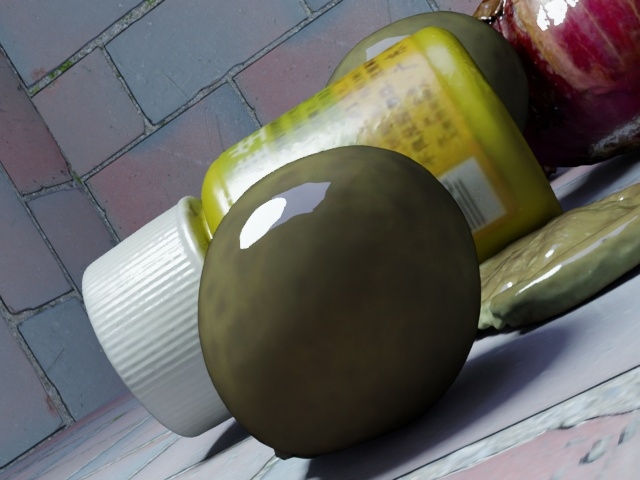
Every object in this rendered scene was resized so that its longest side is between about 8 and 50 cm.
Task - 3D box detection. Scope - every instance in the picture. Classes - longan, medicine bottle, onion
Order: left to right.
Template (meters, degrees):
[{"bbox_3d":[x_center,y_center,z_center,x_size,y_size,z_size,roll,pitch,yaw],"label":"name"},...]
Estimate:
[{"bbox_3d":[0.000,0.000,0.967,0.384,0.224,0.224,-33,1,7],"label":"medicine bottle"},{"bbox_3d":[0.007,0.045,0.630,0.185,0.159,0.204,-47,-23,-53],"label":"longan"},{"bbox_3d":[0.113,-0.142,1.146,0.220,0.196,0.196,-15,-4,-16],"label":"longan"},{"bbox_3d":[0.318,-0.284,1.295,0.348,0.385,0.348,-20,-13,-5],"label":"onion"}]

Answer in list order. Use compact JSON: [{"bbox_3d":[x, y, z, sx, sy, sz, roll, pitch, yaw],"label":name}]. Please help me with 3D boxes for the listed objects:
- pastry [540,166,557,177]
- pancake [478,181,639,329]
[{"bbox_3d":[0.304,-0.117,1.760,0.115,0.097,0.208,-41,3,-2],"label":"pastry"},{"bbox_3d":[0.172,0.005,0.766,0.222,0.042,0.236,-35,0,-4],"label":"pancake"}]
